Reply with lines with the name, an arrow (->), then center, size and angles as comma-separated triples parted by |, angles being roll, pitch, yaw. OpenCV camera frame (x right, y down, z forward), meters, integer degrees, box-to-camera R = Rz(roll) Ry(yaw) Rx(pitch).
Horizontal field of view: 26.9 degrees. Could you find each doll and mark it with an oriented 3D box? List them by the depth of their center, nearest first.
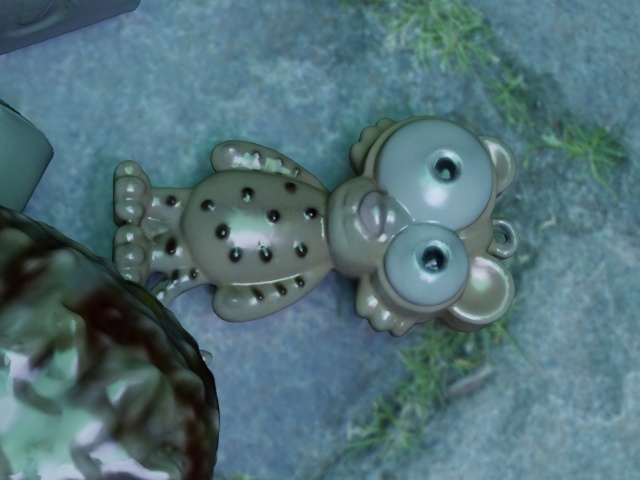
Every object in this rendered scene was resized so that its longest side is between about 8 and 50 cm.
doll -> -0.001, -0.002, 0.888 | 0.278, 0.119, 0.154 | -8, 77, -10

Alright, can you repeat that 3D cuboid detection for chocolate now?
chocolate -> -0.193, 0.077, 0.664 | 0.340, 0.210, 0.225 | 31, 75, -4

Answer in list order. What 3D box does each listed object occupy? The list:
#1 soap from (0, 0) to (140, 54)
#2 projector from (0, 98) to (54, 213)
soap -> -0.254, -0.164, 0.832 | 0.289, 0.173, 0.095 | -21, 85, -17
projector -> -0.285, 0.061, 0.812 | 0.108, 0.108, 0.337 | 27, 74, -6
